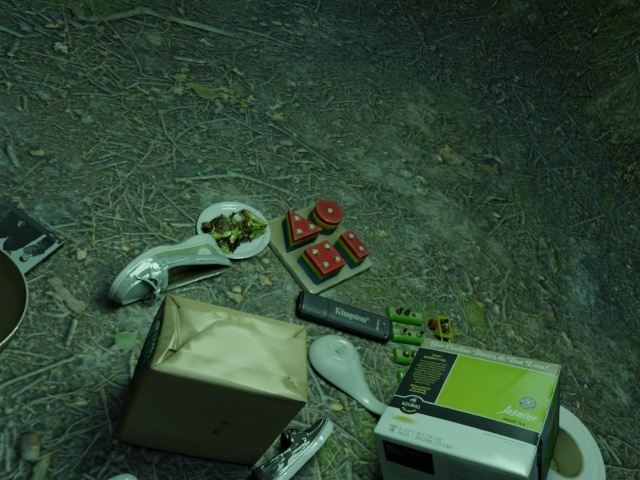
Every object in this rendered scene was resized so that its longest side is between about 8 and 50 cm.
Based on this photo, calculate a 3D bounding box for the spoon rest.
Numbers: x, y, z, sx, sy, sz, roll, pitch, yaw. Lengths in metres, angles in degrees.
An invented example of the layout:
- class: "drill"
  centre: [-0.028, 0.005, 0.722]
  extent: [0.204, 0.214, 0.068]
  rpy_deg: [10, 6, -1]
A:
- class: "spoon rest"
  centre: [0.085, 0.338, 1.592]
  extent: [0.276, 0.084, 0.137]
  rpy_deg: [39, 41, 24]

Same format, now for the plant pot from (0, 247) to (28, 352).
- class: "plant pot"
  centre: [-0.707, 0.150, 1.189]
  extent: [0.284, 0.191, 0.284]
  rpy_deg: [17, 47, -19]

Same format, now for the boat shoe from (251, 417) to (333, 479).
- class: "boat shoe"
  centre: [-0.063, 0.451, 1.392]
  extent: [0.228, 0.080, 0.076]
  rpy_deg: [-37, 86, -37]

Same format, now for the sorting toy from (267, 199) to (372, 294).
- class: "sorting toy"
  centre: [0.000, 0.000, 1.812]
  extent: [0.257, 0.089, 0.255]
  rpy_deg: [-23, 67, -41]

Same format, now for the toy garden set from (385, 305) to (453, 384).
- class: "toy garden set"
  centre: [0.296, 0.292, 1.763]
  extent: [0.204, 0.049, 0.244]
  rpy_deg: [12, 48, -22]

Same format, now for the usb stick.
- class: "usb stick"
  centre: [0.065, 0.203, 1.705]
  extent: [0.278, 0.045, 0.077]
  rpy_deg: [20, 45, -16]

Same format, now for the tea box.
- class: "tea box"
  centre: [0.341, 0.425, 1.440]
  extent: [0.329, 0.220, 0.323]
  rpy_deg: [8, 38, 30]

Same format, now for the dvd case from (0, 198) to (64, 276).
- class: "dvd case"
  centre: [-0.719, 0.023, 1.408]
  extent: [0.179, 0.029, 0.238]
  rpy_deg: [36, 44, 1]

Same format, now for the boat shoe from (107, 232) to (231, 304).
- class: "boat shoe"
  centre: [-0.353, 0.077, 1.520]
  extent: [0.103, 0.118, 0.320]
  rpy_deg: [45, 38, 17]

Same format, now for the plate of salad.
- class: "plate of salad"
  centre: [-0.231, -0.036, 1.720]
  extent: [0.200, 0.048, 0.200]
  rpy_deg: [9, 50, -11]

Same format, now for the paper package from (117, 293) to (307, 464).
- class: "paper package"
  centre: [-0.213, 0.290, 1.266]
  extent: [0.309, 0.325, 0.168]
  rpy_deg: [16, 46, -17]

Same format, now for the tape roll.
- class: "tape roll"
  centre: [0.595, 0.566, 1.667]
  extent: [0.286, 0.100, 0.286]
  rpy_deg: [17, 46, -18]

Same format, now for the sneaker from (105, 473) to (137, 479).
- class: "sneaker"
  centre: [-0.427, 0.502, 1.093]
  extent: [0.111, 0.129, 0.297]
  rpy_deg: [44, 43, 13]
